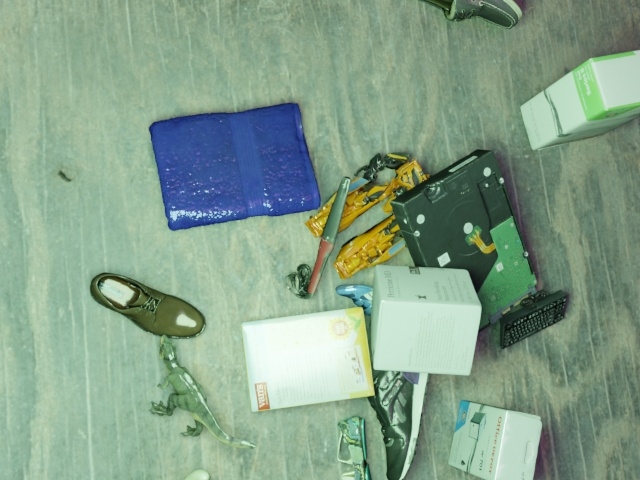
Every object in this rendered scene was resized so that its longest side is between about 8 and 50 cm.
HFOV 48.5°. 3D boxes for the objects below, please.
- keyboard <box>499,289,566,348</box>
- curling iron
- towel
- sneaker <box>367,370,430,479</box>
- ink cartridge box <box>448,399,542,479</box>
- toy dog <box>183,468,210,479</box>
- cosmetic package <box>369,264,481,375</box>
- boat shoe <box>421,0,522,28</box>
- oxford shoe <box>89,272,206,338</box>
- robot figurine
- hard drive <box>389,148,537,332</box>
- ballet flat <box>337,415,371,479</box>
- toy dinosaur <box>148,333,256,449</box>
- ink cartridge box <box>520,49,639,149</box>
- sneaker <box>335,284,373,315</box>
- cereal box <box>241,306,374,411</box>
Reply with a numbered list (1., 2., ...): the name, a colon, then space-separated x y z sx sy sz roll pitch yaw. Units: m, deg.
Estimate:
1. keyboard: 0.456 0.160 1.522 0.180 0.023 0.108 -21 119 -24
2. curling iron: 0.000 0.000 1.368 0.068 0.035 0.274 29 116 11
3. towel: -0.168 -0.144 1.404 0.308 0.076 0.228 -9 79 -16
4. sneaker: 0.141 0.333 1.424 0.124 0.107 0.284 10 78 5
5. ink cartridge box: 0.342 0.399 1.407 0.082 0.190 0.140 16 79 -13
6. toy dog: -0.227 0.591 1.116 0.284 0.408 0.395 35 76 -9
7. cosmetic package: 0.192 0.148 1.347 0.183 0.151 0.152 4 114 -1
8. boat shoe: 0.303 -0.528 1.565 0.285 0.103 0.092 26 82 -7
9. oxford shoe: -0.318 0.125 1.314 0.227 0.096 0.083 22 76 -13
10. robot figurine: 0.126 -0.057 1.461 0.291 0.085 0.211 -35 94 -16
11. hard drive: 0.302 0.015 1.460 0.236 0.064 0.339 -32 111 -16
12. ballet flat: 0.067 0.443 1.402 0.070 0.070 0.189 -5 83 -16
13. toy dinosaur: -0.240 0.304 1.303 0.268 0.118 0.064 49 31 8
14. ink cartridge box: 0.589 -0.298 1.521 0.198 0.273 0.115 -13 84 -17
15. sneaker: 0.098 0.124 1.448 0.144 0.053 0.059 15 82 -12
16. cereal box: -0.025 0.228 1.377 0.240 0.047 0.173 -7 84 -1
